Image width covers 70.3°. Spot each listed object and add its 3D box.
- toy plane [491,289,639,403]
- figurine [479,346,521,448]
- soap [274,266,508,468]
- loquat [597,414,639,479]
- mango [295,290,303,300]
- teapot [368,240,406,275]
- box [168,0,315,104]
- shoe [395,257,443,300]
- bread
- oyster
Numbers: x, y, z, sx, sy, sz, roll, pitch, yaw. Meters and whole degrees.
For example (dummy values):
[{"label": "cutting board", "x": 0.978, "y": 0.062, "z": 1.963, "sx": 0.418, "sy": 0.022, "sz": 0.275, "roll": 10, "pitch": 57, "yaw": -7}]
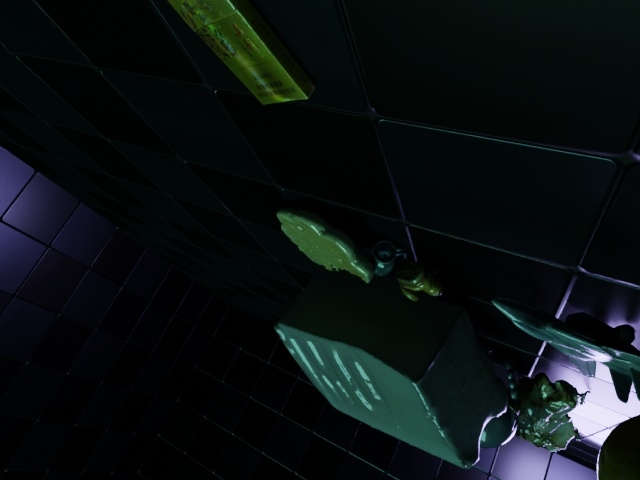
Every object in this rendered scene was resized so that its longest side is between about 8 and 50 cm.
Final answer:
[{"label": "toy plane", "x": 0.396, "y": 0.145, "z": 0.712, "sx": 0.267, "sy": 0.088, "sz": 0.212, "roll": 34, "pitch": 162, "yaw": 6}, {"label": "figurine", "x": 0.394, "y": 0.382, "z": 1.145, "sx": 0.197, "sy": 0.175, "sz": 0.265, "roll": 9, "pitch": 116, "yaw": 64}, {"label": "soap", "x": 0.145, "y": 0.264, "z": 1.025, "sx": 0.434, "sy": 0.213, "sz": 0.351, "roll": 2, "pitch": 126, "yaw": 51}, {"label": "loquat", "x": 0.725, "y": 0.509, "z": 0.933, "sx": 0.275, "sy": 0.284, "sz": 0.276, "roll": 22, "pitch": 157, "yaw": 10}, {"label": "mango", "x": 0.013, "y": 0.218, "z": 1.462, "sx": 0.194, "sy": 0.092, "sz": 0.130, "roll": 22, "pitch": 161, "yaw": 1}, {"label": "teapot", "x": 0.123, "y": 0.038, "z": 0.847, "sx": 0.063, "sy": 0.049, "sz": 0.083, "roll": 24, "pitch": 162, "yaw": 9}, {"label": "box", "x": -0.082, "y": -0.209, "z": 0.483, "sx": 0.089, "sy": 0.022, "sz": 0.156, "roll": 9, "pitch": 156, "yaw": 43}, {"label": "shoe", "x": 0.178, "y": 0.074, "z": 0.832, "sx": 0.069, "sy": 0.072, "sz": 0.109, "roll": 35, "pitch": 162, "yaw": -7}, {"label": "bread", "x": 0.000, "y": 0.000, "z": 0.888, "sx": 0.182, "sy": 0.039, "sz": 0.250, "roll": 49, "pitch": 164, "yaw": -24}, {"label": "oyster", "x": 0.579, "y": 0.434, "z": 1.163, "sx": 0.198, "sy": 0.133, "sz": 0.337, "roll": 48, "pitch": 158, "yaw": 30}]
